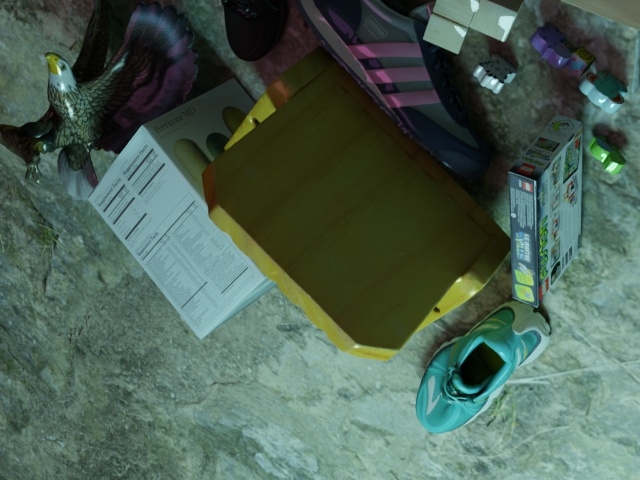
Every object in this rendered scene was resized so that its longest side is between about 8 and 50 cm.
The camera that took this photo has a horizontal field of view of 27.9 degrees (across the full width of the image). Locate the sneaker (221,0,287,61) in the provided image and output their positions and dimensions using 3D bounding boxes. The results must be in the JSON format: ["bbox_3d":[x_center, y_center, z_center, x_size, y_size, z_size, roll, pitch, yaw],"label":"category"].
[{"bbox_3d":[-0.108,-0.350,1.670,0.101,0.106,0.267,23,130,27],"label":"sneaker"}]

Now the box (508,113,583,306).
[{"bbox_3d":[0.265,-0.032,1.507,0.036,0.114,0.207,22,142,29],"label":"box"}]

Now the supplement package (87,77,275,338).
[{"bbox_3d":[-0.145,-0.046,1.818,0.262,0.199,0.198,51,136,4],"label":"supplement package"}]

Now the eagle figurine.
[{"bbox_3d":[-0.326,-0.219,1.818,0.226,0.298,0.225,47,165,-5],"label":"eagle figurine"}]

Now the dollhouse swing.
[{"bbox_3d":[0.000,0.000,1.585,0.347,0.305,0.315,45,151,-1],"label":"dollhouse swing"}]

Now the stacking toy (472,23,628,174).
[{"bbox_3d":[0.293,-0.194,1.462,0.221,0.052,0.167,41,135,12],"label":"stacking toy"}]

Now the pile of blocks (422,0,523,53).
[{"bbox_3d":[0.230,-0.356,1.334,0.113,0.149,0.362,25,106,5],"label":"pile of blocks"}]

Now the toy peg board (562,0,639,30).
[{"bbox_3d":[0.358,-0.302,1.338,0.161,0.079,0.160,27,115,24],"label":"toy peg board"}]

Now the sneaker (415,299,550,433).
[{"bbox_3d":[0.196,0.179,1.733,0.107,0.110,0.275,44,136,10],"label":"sneaker"}]

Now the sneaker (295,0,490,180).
[{"bbox_3d":[0.118,-0.216,1.566,0.131,0.112,0.319,-42,97,18],"label":"sneaker"}]
